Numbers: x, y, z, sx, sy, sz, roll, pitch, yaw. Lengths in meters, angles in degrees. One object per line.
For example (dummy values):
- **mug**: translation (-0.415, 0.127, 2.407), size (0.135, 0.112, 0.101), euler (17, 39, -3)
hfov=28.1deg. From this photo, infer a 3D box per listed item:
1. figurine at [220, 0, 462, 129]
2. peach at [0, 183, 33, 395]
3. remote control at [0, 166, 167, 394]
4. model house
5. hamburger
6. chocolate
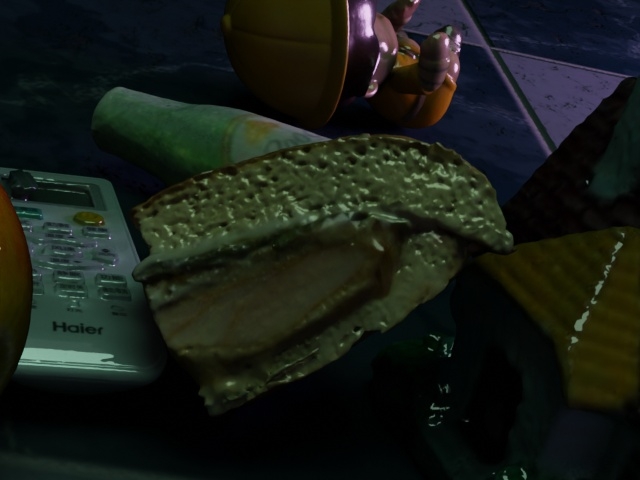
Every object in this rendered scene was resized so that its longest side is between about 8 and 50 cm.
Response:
- **figurine**: translation (0.022, -0.184, 1.236), size (0.256, 0.167, 0.192), euler (26, 11, -37)
- **peach**: translation (-0.256, 0.022, 0.606), size (0.230, 0.231, 0.231), euler (12, 25, -6)
- **remote control**: translation (-0.173, 0.019, 0.837), size (0.103, 0.051, 0.293), euler (6, 23, -19)
- **model house**: translation (0.198, 0.048, 0.744), size (0.229, 0.249, 0.280), euler (0, 29, -27)
- **hamburger**: translation (0.000, 0.000, 0.761), size (0.135, 0.207, 0.155), euler (61, 7, 1)
- **chocolate**: translation (-0.046, -0.049, 0.993), size (0.291, 0.110, 0.110), euler (22, 26, 20)
